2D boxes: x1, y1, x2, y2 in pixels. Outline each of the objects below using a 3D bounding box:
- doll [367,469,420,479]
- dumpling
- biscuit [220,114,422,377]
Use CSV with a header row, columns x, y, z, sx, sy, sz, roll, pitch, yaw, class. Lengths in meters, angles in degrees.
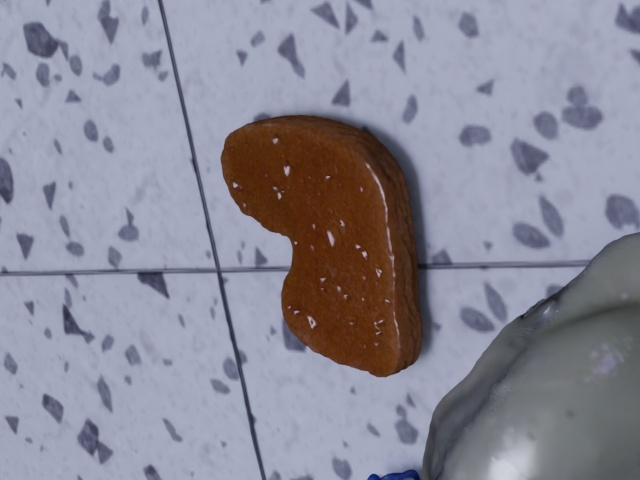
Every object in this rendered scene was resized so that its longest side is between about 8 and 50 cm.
x,y,z,sx,sy,sz,roll,pitch,yaw,class
0.088,0.216,1.173,0.143,0.058,0.098,31,145,34,doll
0.183,0.168,0.969,0.243,0.187,0.318,40,124,28,dumpling
0.000,0.000,1.190,0.186,0.036,0.192,9,112,44,biscuit
